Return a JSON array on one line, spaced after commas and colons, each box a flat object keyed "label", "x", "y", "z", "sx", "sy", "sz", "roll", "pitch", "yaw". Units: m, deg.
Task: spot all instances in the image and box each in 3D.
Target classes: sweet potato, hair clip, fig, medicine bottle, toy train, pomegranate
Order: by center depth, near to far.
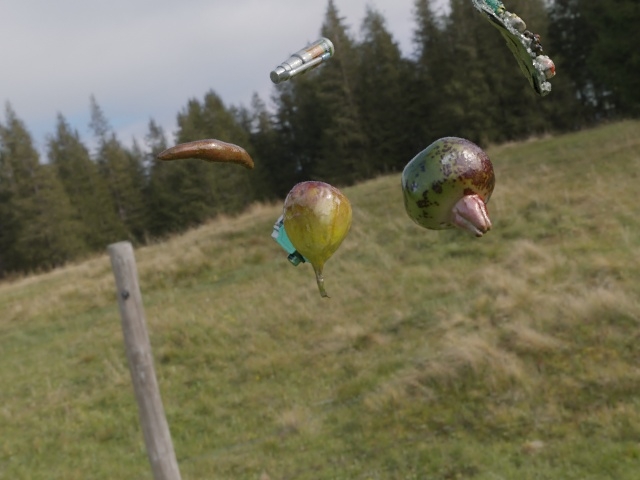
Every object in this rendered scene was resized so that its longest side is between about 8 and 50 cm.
[{"label": "pomegranate", "x": 0.289, "y": -0.099, "z": 1.768, "sx": 0.214, "sy": 0.214, "sz": 0.248, "roll": -15, "pitch": 46, "yaw": -19}, {"label": "fig", "x": 0.000, "y": 0.000, "z": 1.811, "sx": 0.159, "sy": 0.257, "sz": 0.159, "roll": -6, "pitch": -9, "yaw": -1}, {"label": "sweet potato", "x": -0.256, "y": -0.206, "z": 1.951, "sx": 0.255, "sy": 0.058, "sz": 0.078, "roll": 0, "pitch": -25, "yaw": -39}, {"label": "hair clip", "x": 0.526, "y": -0.527, "z": 2.177, "sx": 0.091, "sy": 0.321, "sz": 0.138, "roll": -36, "pitch": 31, "yaw": 16}, {"label": "medicine bottle", "x": -0.040, "y": -0.472, "z": 2.187, "sx": 0.092, "sy": 0.061, "sz": 0.220, "roll": 4, "pitch": 32, "yaw": 44}, {"label": "toy train", "x": -0.037, "y": -0.031, "z": 2.277, "sx": 0.198, "sy": 0.154, "sz": 0.107, "roll": -47, "pitch": 16, "yaw": -5}]
